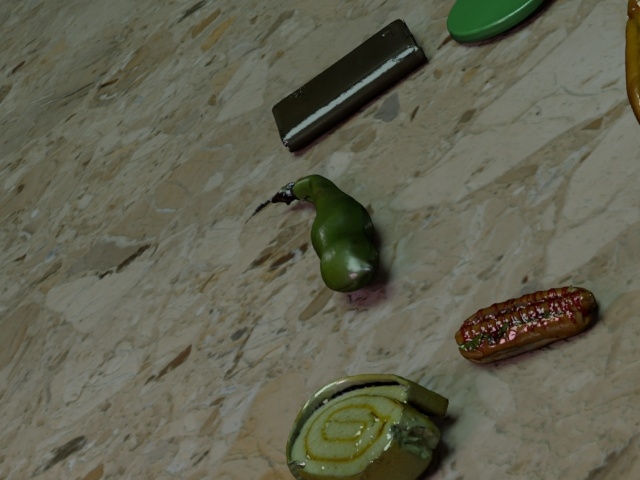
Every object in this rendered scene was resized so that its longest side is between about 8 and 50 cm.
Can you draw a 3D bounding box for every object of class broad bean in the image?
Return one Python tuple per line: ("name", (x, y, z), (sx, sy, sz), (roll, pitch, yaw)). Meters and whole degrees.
("broad bean", (0.008, -0.009, 1.962), (0.098, 0.056, 0.318), (-49, 23, -2))

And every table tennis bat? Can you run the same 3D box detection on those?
("table tennis bat", (0.246, -0.297, 2.106), (0.257, 0.039, 0.160), (-15, 35, 48))

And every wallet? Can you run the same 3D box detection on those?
("wallet", (0.033, -0.187, 2.211), (0.198, 0.031, 0.110), (-35, 27, 9))

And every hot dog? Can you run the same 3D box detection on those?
("hot dog", (0.183, 0.072, 1.637), (0.144, 0.038, 0.062), (-20, 34, 34))

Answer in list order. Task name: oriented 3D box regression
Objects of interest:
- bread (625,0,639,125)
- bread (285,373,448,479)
("bread", (0.335, -0.160, 1.721), (0.094, 0.102, 0.245), (-23, 33, 25))
("bread", (0.043, 0.176, 1.634), (0.156, 0.064, 0.117), (-4, 49, 47))
